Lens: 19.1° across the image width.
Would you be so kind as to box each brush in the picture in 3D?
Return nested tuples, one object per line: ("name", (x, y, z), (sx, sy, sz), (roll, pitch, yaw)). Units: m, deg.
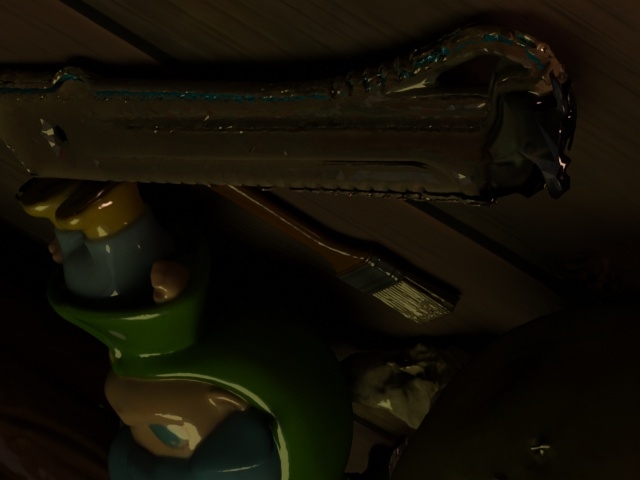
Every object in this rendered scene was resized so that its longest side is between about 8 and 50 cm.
("brush", (0.000, 0.000, 1.044), (0.170, 0.014, 0.043), (31, 154, -17))

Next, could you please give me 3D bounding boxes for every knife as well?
("knife", (-0.029, -0.061, 0.923), (0.365, 0.043, 0.089), (3, 115, 37))

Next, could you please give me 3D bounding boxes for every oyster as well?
("oyster", (0.095, 0.117, 1.129), (0.191, 0.081, 0.163), (23, 166, 27))

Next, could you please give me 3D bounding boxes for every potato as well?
("potato", (0.189, 0.175, 0.972), (0.221, 0.243, 0.326), (-32, 126, 32))

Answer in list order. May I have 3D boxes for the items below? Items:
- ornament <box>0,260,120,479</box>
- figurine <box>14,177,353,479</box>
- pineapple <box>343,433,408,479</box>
("ornament", (-0.239, 0.092, 1.207), (0.217, 0.221, 0.235), (38, 108, -23))
("figurine", (-0.075, 0.068, 1.088), (0.162, 0.143, 0.263), (9, 135, 51))
("pineapple", (0.112, 0.217, 1.279), (0.237, 0.111, 0.119), (37, 119, -12))
